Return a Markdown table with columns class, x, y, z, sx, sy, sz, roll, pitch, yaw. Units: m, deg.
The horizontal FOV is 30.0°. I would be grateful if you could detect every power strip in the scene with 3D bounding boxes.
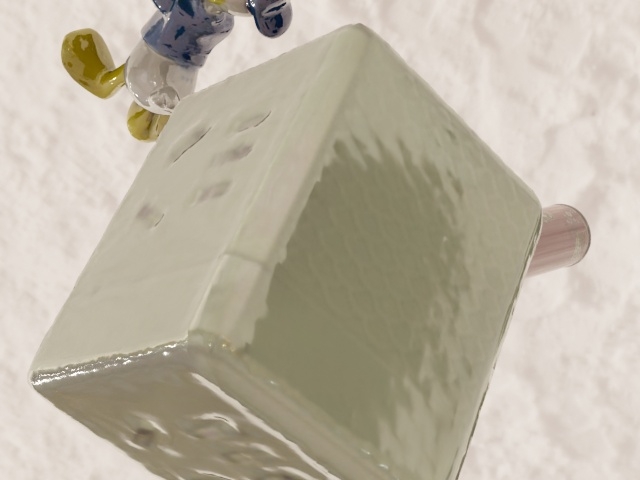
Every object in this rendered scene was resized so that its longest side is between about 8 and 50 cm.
| class | x | y | z | sx | sy | sz | roll | pitch | yaw |
| --- | --- | --- | --- | --- | --- | --- | --- | --- | --- |
| power strip | 0.000 | 0.000 | 0.528 | 0.139 | 0.224 | 0.140 | 41 | 147 | -26 |

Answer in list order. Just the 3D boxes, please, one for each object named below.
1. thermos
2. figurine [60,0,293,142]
| class | x | y | z | sx | sy | sz | roll | pitch | yaw |
| --- | --- | --- | --- | --- | --- | --- | --- | --- | --- |
| thermos | 0.297 | 0.003 | 1.909 | 0.136 | 0.330 | 0.109 | 52 | 126 | 21 |
| figurine | -0.136 | -0.286 | 1.464 | 0.204 | 0.284 | 0.338 | 20 | 163 | -40 |
